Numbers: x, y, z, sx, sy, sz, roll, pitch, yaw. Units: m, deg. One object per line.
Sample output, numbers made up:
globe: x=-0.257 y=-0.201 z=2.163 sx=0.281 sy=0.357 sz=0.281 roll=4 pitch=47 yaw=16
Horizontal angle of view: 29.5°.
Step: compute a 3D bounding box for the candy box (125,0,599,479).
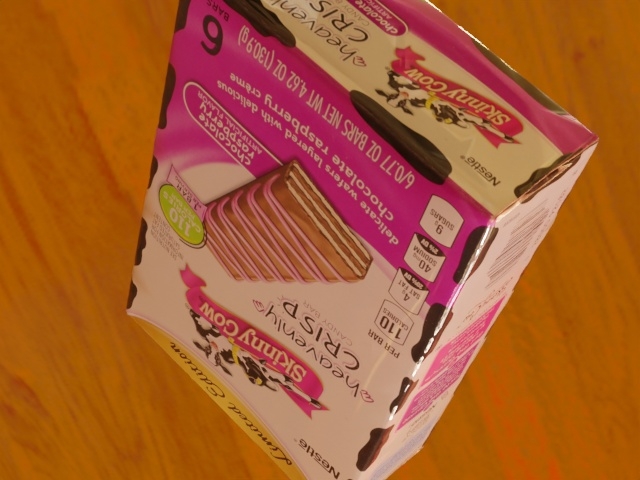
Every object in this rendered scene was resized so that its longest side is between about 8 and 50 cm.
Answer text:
candy box: x=0.000 y=0.000 z=0.532 sx=0.159 sy=0.233 sz=0.071 roll=42 pitch=53 yaw=19
